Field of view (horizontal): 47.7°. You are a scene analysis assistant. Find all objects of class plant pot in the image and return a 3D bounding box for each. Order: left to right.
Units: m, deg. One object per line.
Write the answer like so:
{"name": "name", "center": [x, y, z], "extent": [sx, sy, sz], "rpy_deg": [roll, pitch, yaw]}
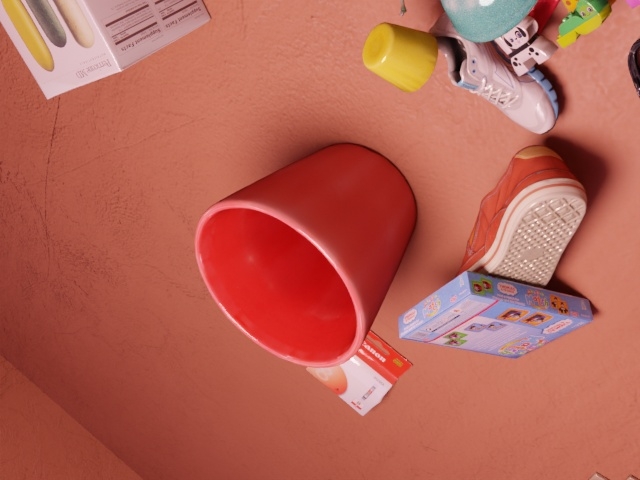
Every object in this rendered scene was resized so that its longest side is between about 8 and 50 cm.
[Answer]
{"name": "plant pot", "center": [0.000, 0.000, 1.035], "extent": [0.275, 0.243, 0.275], "rpy_deg": [22, 135, 24]}

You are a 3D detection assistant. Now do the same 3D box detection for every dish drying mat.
{"name": "dish drying mat", "center": [0.239, -0.250, 0.814], "extent": [0.032, 0.008, 0.083], "rpy_deg": [36, 138, 10]}

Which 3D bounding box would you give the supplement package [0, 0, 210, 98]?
{"name": "supplement package", "center": [-0.336, -0.375, 1.022], "extent": [0.199, 0.198, 0.263], "rpy_deg": [-5, 120, 41]}

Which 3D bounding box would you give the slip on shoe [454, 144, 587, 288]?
{"name": "slip on shoe", "center": [0.249, 0.001, 0.957], "extent": [0.123, 0.101, 0.331], "rpy_deg": [-1, 147, -8]}

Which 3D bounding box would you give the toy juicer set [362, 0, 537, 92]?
{"name": "toy juicer set", "center": [0.171, -0.299, 0.719], "extent": [0.089, 0.209, 0.329], "rpy_deg": [13, 159, -33]}

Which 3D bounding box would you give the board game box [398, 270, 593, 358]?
{"name": "board game box", "center": [0.240, 0.109, 1.002], "extent": [0.211, 0.039, 0.160], "rpy_deg": [14, 146, -24]}

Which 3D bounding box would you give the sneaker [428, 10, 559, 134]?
{"name": "sneaker", "center": [0.194, -0.188, 0.840], "extent": [0.191, 0.083, 0.071], "rpy_deg": [46, 151, -2]}

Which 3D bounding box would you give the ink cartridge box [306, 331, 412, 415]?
{"name": "ink cartridge box", "center": [0.068, 0.235, 1.333], "extent": [0.145, 0.045, 0.179], "rpy_deg": [39, 142, 5]}

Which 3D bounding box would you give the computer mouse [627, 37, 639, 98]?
{"name": "computer mouse", "center": [0.349, -0.238, 0.718], "extent": [0.071, 0.041, 0.242], "rpy_deg": [36, 151, 41]}

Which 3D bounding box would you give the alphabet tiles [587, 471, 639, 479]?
{"name": "alphabet tiles", "center": [0.517, 0.479, 1.204], "extent": [0.198, 0.009, 0.237], "rpy_deg": [30, 138, 16]}

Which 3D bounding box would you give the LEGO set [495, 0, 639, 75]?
{"name": "LEGO set", "center": [0.253, -0.259, 0.713], "extent": [0.093, 0.087, 0.227], "rpy_deg": [46, 162, -7]}
